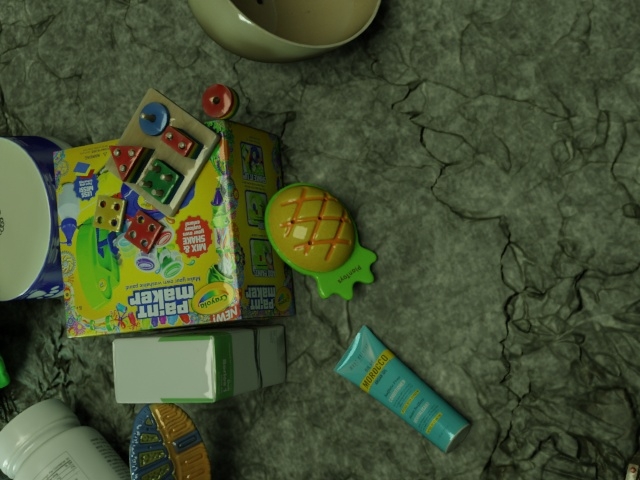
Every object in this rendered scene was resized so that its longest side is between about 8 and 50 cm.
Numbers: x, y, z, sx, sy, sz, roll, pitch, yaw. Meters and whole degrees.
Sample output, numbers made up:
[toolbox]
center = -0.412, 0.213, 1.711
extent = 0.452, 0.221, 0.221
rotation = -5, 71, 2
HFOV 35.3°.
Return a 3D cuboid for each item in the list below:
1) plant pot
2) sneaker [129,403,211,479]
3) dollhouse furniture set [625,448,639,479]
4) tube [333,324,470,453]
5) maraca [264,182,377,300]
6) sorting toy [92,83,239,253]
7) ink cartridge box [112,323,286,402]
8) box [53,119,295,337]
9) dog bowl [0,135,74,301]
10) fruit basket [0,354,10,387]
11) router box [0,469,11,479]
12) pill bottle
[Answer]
[plant pot]
center = -0.082, -0.365, 1.420
extent = 0.191, 0.284, 0.284
rotation = -26, 74, 55
[sneaker]
center = -0.204, 0.360, 1.439
extent = 0.112, 0.131, 0.296
rotation = -20, 102, -14
[dollhouse furniture set]
center = 0.424, 0.365, 1.208
extent = 0.129, 0.129, 0.183
rotation = 12, 92, 24
[tube]
center = 0.114, 0.211, 1.400
extent = 0.207, 0.052, 0.080
rotation = 38, 95, 26
[maraca]
center = 0.000, 0.000, 1.429
extent = 0.127, 0.099, 0.185
rotation = -37, 84, -21
[sorting toy]
center = -0.230, -0.115, 1.371
extent = 0.132, 0.046, 0.274
rotation = 37, 102, 21
[ink cartridge box]
center = -0.164, 0.172, 1.426
extent = 0.160, 0.219, 0.092
rotation = -4, 87, 24
[box]
center = -0.213, -0.009, 1.481
extent = 0.290, 0.177, 0.279
rotation = -8, 85, 23
[dog bowl]
center = -0.477, -0.035, 1.604
extent = 0.265, 0.104, 0.264
rotation = 3, 95, 35
[fruit basket]
center = -0.661, 0.111, 1.615
extent = 0.353, 0.327, 0.165
rotation = 38, 60, 18
[router box]
center = -0.522, 0.488, 1.654
extent = 0.179, 0.046, 0.133
rotation = 44, 104, 19
[pill bottle]
center = -0.364, 0.386, 1.530
extent = 0.283, 0.160, 0.160
rotation = 45, 104, 19
